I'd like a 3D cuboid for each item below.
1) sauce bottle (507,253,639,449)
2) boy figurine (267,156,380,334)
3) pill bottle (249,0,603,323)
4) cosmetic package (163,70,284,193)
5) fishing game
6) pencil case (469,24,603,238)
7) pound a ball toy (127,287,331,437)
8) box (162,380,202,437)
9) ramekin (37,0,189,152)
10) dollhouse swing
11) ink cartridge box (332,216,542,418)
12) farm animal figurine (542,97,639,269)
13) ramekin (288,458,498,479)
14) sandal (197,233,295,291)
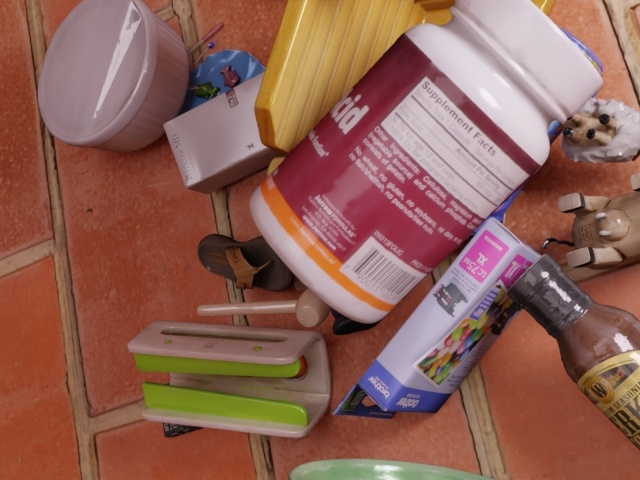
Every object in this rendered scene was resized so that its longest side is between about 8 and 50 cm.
[{"bbox_3d":[0.361,0.160,1.113,0.344,0.111,0.111,45,102,16],"label":"sauce bottle"},{"bbox_3d":[0.000,0.000,1.398,0.177,0.092,0.285,-55,52,39],"label":"boy figurine"},{"bbox_3d":[0.122,-0.109,1.134,0.392,0.224,0.224,-45,62,12],"label":"pill bottle"},{"bbox_3d":[-0.116,-0.171,1.484,0.231,0.085,0.117,-25,78,16],"label":"cosmetic package"},{"bbox_3d":[-0.168,-0.230,1.575,0.189,0.041,0.264,-37,64,14],"label":"fishing game"},{"bbox_3d":[0.250,-0.137,1.276,0.133,0.119,0.306,33,96,-11],"label":"pencil case"},{"bbox_3d":[-0.111,0.151,1.375,0.319,0.136,0.208,0,110,24],"label":"pound a ball toy"},{"bbox_3d":[-0.218,0.259,1.501,0.067,0.018,0.083,-21,69,23],"label":"box"},{"bbox_3d":[-0.337,-0.271,1.609,0.272,0.127,0.273,-12,70,35],"label":"ramekin"},{"bbox_3d":[0.124,-0.245,1.236,0.315,0.346,0.305,-1,77,28],"label":"dollhouse swing"},{"bbox_3d":[0.163,0.124,1.225,0.065,0.185,0.311,45,100,27],"label":"ink cartridge box"},{"bbox_3d":[0.435,-0.006,1.130,0.326,0.172,0.331,4,88,42],"label":"farm animal figurine"},{"bbox_3d":[0.104,0.367,1.145,0.303,0.303,0.148,5,88,30],"label":"ramekin"},{"bbox_3d":[-0.121,0.035,1.439,0.219,0.060,0.090,11,121,42],"label":"sandal"}]
